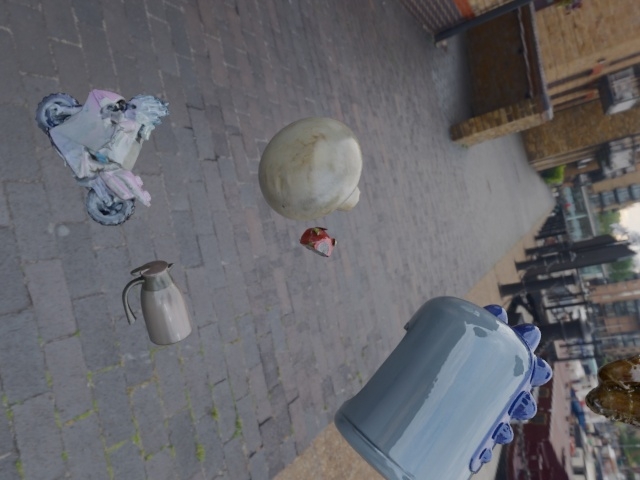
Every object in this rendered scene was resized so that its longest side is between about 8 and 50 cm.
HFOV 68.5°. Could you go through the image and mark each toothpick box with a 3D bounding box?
[{"bbox_3d":[0.225,0.259,0.819,0.354,0.263,0.263,-50,132,-11],"label":"toothpick box"}]

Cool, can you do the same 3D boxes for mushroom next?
[{"bbox_3d":[-0.014,-0.136,0.900,0.209,0.206,0.206,-11,87,-75],"label":"mushroom"}]

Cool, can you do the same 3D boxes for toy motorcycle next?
[{"bbox_3d":[-0.333,-0.164,0.782,0.239,0.204,0.108,62,-10,-13],"label":"toy motorcycle"}]

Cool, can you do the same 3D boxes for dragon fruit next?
[{"bbox_3d":[0.000,0.000,1.078,0.083,0.056,0.060,34,73,-40],"label":"dragon fruit"}]

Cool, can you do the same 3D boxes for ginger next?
[{"bbox_3d":[0.480,0.223,0.679,0.073,0.162,0.103,10,91,-57],"label":"ginger"}]

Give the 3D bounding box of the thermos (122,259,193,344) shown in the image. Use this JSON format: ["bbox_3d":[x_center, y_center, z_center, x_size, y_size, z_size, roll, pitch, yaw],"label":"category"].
[{"bbox_3d":[-0.383,0.143,1.091,0.137,0.105,0.193,-18,122,-24],"label":"thermos"}]
